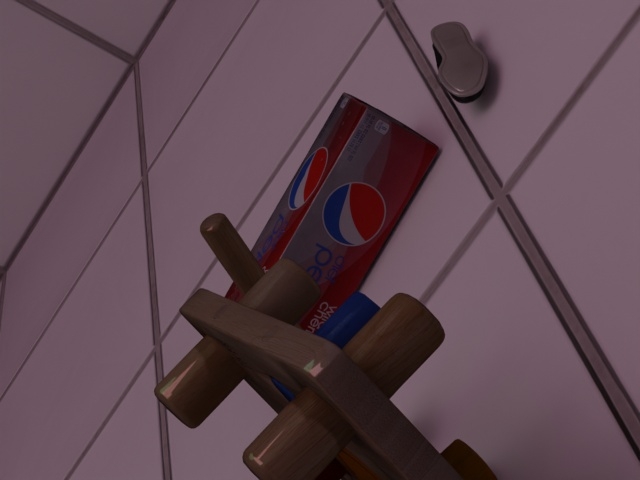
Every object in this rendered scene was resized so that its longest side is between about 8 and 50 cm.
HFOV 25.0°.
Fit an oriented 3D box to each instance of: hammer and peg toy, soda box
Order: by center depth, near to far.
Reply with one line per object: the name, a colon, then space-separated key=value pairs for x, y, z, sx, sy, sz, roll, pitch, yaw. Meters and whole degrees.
hammer and peg toy: x=0.012 y=0.127 z=0.904 sx=0.127 sy=0.266 sz=0.361 roll=-46 pitch=19 yaw=-11
soda box: x=0.000 y=0.000 z=1.335 sx=0.263 sy=0.083 sz=0.092 roll=-60 pitch=20 yaw=7

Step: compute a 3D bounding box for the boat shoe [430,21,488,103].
boat shoe: x=0.125 y=-0.153 z=1.299 sx=0.046 sy=0.038 sz=0.125 roll=-17 pitch=35 yaw=0
